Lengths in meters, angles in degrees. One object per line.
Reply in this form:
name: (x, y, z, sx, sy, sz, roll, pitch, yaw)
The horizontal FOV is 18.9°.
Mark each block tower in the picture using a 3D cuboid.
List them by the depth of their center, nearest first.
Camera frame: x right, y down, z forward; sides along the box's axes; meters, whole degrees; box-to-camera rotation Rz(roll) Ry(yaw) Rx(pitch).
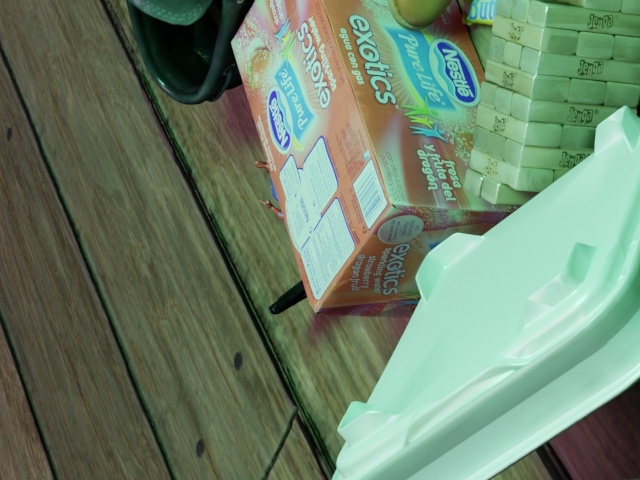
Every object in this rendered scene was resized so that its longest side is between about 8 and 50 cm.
block tower: (0.188, -0.189, 1.399, 0.091, 0.097, 0.335, -146, 61, -66)

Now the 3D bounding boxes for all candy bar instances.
candy bar: (0.161, -0.182, 1.532, 0.161, 0.018, 0.040, 23, 107, 59)

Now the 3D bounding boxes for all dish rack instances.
dish rack: (0.132, 0.038, 1.250, 0.285, 0.072, 0.333, -37, 11, 31)

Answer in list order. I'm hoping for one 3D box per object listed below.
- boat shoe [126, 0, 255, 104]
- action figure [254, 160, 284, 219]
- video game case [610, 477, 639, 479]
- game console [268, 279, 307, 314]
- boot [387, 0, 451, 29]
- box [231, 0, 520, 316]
boat shoe: (-0.117, -0.273, 1.667, 0.187, 0.156, 0.500, 46, 166, 21)
action figure: (-0.036, -0.045, 1.865, 0.038, 0.030, 0.115, -60, 41, 31)
video game case: (0.128, 0.212, 1.315, 0.269, 0.244, 0.061, -29, 64, 56)
game console: (0.000, 0.000, 1.753, 0.071, 0.107, 0.122, 57, 144, 5)
boot: (0.134, -0.244, 1.507, 0.152, 0.073, 0.197, 33, 104, 52)
box: (0.046, -0.097, 1.602, 0.154, 0.142, 0.300, -55, 41, 43)
